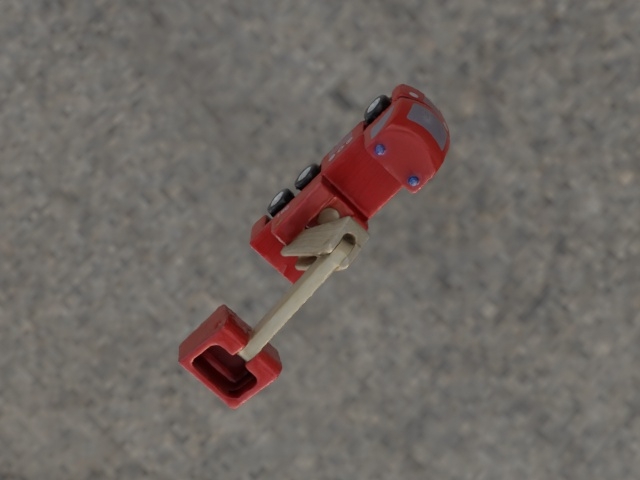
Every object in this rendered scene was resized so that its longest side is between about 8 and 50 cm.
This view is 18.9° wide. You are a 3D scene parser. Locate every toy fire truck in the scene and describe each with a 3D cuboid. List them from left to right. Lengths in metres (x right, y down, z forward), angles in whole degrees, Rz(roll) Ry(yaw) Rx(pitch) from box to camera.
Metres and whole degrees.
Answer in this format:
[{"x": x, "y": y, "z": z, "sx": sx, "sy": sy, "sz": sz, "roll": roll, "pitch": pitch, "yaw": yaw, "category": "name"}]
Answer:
[{"x": 0.000, "y": 0.000, "z": 1.139, "sx": 0.047, "sy": 0.135, "sz": 0.192, "roll": 42, "pitch": 108, "yaw": -15, "category": "toy fire truck"}]
